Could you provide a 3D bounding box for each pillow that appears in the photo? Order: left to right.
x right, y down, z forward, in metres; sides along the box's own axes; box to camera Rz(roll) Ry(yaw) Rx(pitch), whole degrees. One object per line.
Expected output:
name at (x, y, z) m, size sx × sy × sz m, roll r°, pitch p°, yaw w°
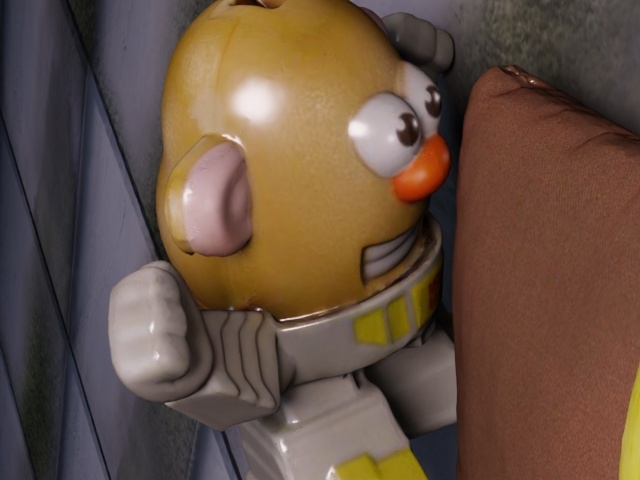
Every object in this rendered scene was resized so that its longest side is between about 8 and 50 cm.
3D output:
pillow at (0.138, 0.099, 0.734) m, size 0.305 × 0.108 × 0.308 m, roll -138°, pitch 43°, yaw -64°

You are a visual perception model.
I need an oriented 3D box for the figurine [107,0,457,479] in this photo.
figurine at (-0.002, 0.001, 0.869) m, size 0.342 × 0.167 × 0.285 m, roll -80°, pitch -24°, yaw -64°

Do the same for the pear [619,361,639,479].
pear at (0.197, 0.048, 0.325) m, size 0.283 × 0.283 × 0.283 m, roll 172°, pitch 90°, yaw -70°
